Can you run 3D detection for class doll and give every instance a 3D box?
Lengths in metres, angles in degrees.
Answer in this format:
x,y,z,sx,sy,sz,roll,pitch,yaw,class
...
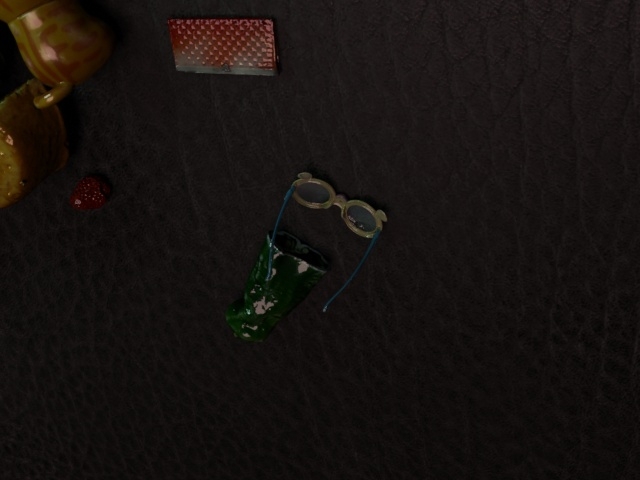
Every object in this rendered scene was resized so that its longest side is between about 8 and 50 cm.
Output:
x,y,z,sx,sy,sz,roll,pitch,yaw,class
-0.478,-0.388,1.492,0.167,0.162,0.269,-19,110,27,doll

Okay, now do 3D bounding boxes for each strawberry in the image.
x,y,z,sx,sy,sz,roll,pitch,yaw,class
-0.465,-0.088,1.727,0.073,0.083,0.073,14,132,17,strawberry

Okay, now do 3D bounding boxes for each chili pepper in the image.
x,y,z,sx,sy,sz,roll,pitch,yaw,class
-0.105,0.110,1.725,0.136,0.099,0.270,19,123,-25,chili pepper

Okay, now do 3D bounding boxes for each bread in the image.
x,y,z,sx,sy,sz,roll,pitch,yaw,class
-0.608,-0.164,1.654,0.340,0.194,0.179,-21,114,33,bread

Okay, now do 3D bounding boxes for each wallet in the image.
x,y,z,sx,sy,sz,roll,pitch,yaw,class
-0.168,-0.339,1.502,0.197,0.020,0.103,5,123,15,wallet

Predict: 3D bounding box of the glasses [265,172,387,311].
x,y,z,sx,sy,sz,roll,pitch,yaw,class
-0.006,0.010,1.578,0.190,0.220,0.088,28,165,-1,glasses

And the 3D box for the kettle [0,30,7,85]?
x,y,z,sx,sy,sz,roll,pitch,yaw,class
-0.711,-0.321,1.535,0.207,0.290,0.268,36,161,38,kettle
